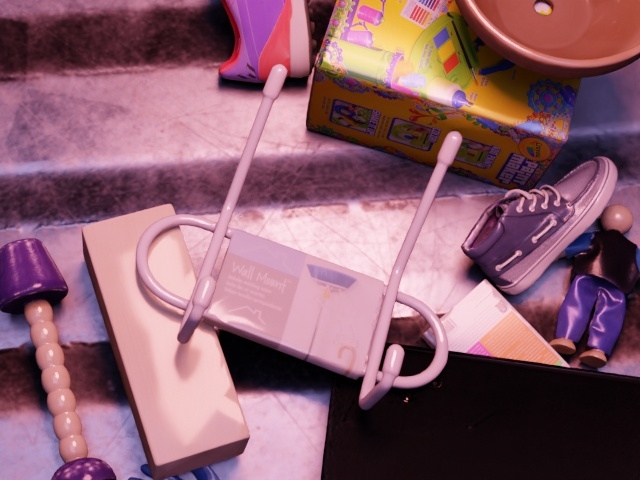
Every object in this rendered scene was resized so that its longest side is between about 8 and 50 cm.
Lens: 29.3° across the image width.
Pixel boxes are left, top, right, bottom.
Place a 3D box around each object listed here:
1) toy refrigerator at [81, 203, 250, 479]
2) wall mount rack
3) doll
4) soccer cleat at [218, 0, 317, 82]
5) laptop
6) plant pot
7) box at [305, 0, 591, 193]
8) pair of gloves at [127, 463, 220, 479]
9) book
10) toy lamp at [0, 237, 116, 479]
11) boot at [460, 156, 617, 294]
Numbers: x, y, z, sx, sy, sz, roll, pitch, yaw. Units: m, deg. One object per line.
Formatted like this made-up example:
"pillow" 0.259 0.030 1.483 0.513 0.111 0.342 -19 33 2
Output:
"toy refrigerator" -0.168 0.108 1.299 0.102 0.094 0.269 -16 72 -15
"wall mount rack" 0.000 0.000 1.271 0.350 0.130 0.304 21 59 -7
"doll" 0.313 0.042 1.382 0.129 0.046 0.189 22 73 2
"soccer cleat" -0.080 -0.337 1.388 0.117 0.108 0.318 -9 106 -4
"laptop" 0.177 0.352 1.269 0.382 0.236 0.407 8 104 1
"plant pot" 0.243 -0.262 1.257 0.238 0.109 0.237 1 72 -4
"box" 0.160 -0.246 1.393 0.279 0.177 0.289 18 72 1
"pair of gloves" -0.146 0.325 1.273 0.159 0.023 0.198 20 73 2
"book" 0.196 0.127 1.355 0.096 0.035 0.144 -40 79 -11
"toy lamp" -0.287 0.131 1.295 0.080 0.080 0.274 -15 74 -8
"boot" 0.244 -0.033 1.355 0.086 0.069 0.190 39 89 -28
